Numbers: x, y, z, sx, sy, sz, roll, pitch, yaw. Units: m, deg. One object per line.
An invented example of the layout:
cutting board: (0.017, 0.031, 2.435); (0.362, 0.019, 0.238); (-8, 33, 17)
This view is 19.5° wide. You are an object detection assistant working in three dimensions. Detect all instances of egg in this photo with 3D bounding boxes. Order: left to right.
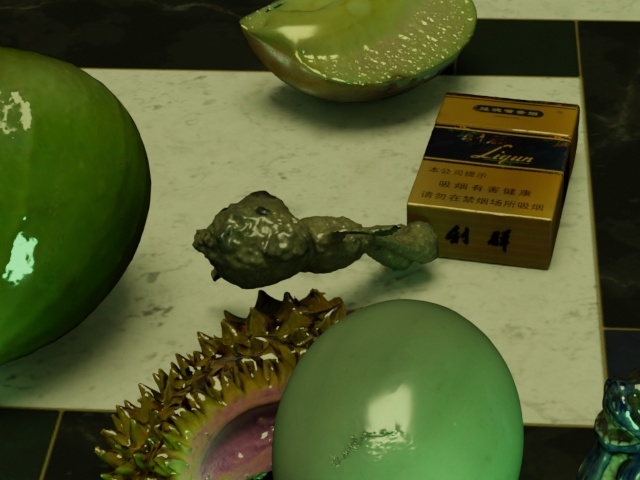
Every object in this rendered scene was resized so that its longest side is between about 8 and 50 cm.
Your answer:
egg: (0.063, 0.163, 1.512); (0.202, 0.203, 0.283); (6, 32, 11)

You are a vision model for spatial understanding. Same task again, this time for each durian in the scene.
durian: (-0.062, 0.120, 1.663); (0.341, 0.112, 0.191); (-22, 40, -28)

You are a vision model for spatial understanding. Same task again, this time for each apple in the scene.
apple: (0.058, -0.222, 2.171); (0.265, 0.120, 0.193); (-29, 55, -30)

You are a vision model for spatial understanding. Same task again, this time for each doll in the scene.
doll: (0.012, 0.001, 1.762); (0.285, 0.091, 0.202); (2, 2, -25)

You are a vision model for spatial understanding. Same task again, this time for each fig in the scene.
fig: (-0.312, -0.023, 1.752); (0.316, 0.316, 0.316); (-1, 34, 1)

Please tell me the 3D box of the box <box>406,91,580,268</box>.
box: (0.185, -0.068, 1.977); (0.152, 0.070, 0.237); (7, 37, 12)

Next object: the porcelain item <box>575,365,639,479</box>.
porcelain item: (0.351, 0.173, 1.507); (0.288, 0.186, 0.138); (-2, 32, -3)
